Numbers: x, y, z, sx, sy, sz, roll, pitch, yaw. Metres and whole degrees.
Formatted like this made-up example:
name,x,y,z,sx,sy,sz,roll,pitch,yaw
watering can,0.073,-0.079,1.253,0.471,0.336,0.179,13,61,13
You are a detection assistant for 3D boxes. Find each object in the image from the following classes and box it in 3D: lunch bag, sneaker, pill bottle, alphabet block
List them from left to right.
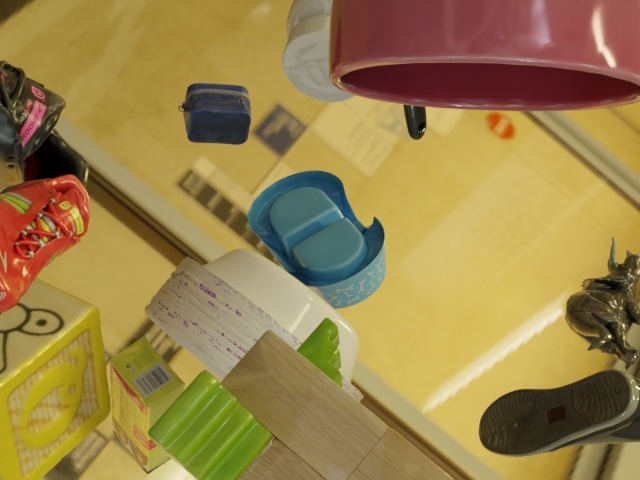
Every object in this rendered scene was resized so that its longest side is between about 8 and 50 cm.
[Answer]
name,x,y,z,sx,sy,sz,roll,pitch,yaw
sneaker,-0.434,-0.190,1.443,0.483,0.202,0.185,58,38,-61
alphabet block,-0.391,0.159,1.382,0.192,0.197,0.193,-44,147,-40
sneaker,-0.295,-0.013,1.165,0.118,0.107,0.279,-20,-160,5
lunch bag,-0.146,-0.177,1.585,0.067,0.099,0.065,109,-22,-46
pill bottle,0.028,-0.271,1.363,0.121,0.121,0.221,-47,-160,46
sneaker,0.303,0.220,1.370,0.222,0.118,0.083,-22,-124,39

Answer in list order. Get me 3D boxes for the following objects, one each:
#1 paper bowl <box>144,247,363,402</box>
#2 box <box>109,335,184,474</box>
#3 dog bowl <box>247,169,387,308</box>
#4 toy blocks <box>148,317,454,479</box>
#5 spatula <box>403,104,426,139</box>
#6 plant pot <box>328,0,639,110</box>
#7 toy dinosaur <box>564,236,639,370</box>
name,x,y,z,sx,sy,sz,roll,pitch,yaw
paper bowl,-0.067,0.119,1.435,0.148,0.284,0.284,-53,-176,-7
box,-0.225,0.218,1.492,0.058,0.087,0.232,-34,160,-26
dog bowl,0.000,0.000,1.825,0.166,0.074,0.297,-31,-139,-8
toy blocks,0.043,0.214,0.786,0.190,0.261,0.381,-48,164,-14
spatula,0.101,-0.242,1.293,0.084,0.030,0.296,-35,135,-33
plant pot,0.107,-0.180,0.705,0.201,0.201,0.180,177,-84,-85
toy dinosaur,0.457,0.129,1.872,0.314,0.160,0.121,-29,151,-48
